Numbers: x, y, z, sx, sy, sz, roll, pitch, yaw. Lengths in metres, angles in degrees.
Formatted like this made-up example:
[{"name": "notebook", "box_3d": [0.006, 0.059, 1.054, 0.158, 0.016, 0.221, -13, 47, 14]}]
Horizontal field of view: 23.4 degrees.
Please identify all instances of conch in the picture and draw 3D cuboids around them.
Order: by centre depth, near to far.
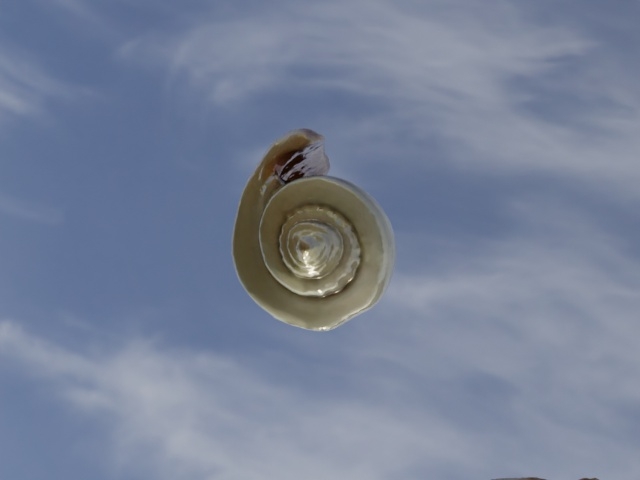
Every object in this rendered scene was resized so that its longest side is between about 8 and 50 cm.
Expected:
[{"name": "conch", "box_3d": [0.007, -0.009, 0.901, 0.104, 0.176, 0.094, 39, -66, 7]}]

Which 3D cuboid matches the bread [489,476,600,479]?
[{"name": "bread", "box_3d": [0.204, 0.310, 0.960, 0.279, 0.207, 0.279, -7, -61, 42]}]
